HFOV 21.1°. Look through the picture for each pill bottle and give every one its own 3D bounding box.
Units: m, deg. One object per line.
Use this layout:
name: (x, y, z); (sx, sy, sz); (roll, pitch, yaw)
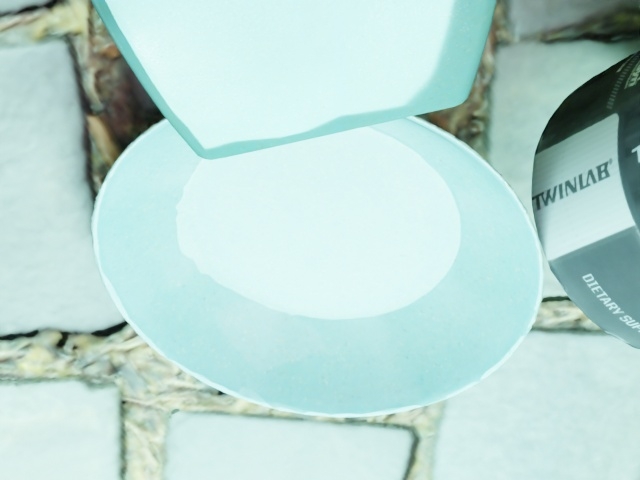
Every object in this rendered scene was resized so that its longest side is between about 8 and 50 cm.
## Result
pill bottle: (0.193, -0.040, 0.641); (0.130, 0.130, 0.246); (19, 159, -19)

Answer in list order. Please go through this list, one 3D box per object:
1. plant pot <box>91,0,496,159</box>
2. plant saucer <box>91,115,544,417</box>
plant pot: (-0.019, -0.158, 0.599); (0.166, 0.165, 0.234); (-13, 130, 0)
plant saucer: (0.000, 0.000, 0.744); (0.195, 0.037, 0.195); (5, 135, 5)
